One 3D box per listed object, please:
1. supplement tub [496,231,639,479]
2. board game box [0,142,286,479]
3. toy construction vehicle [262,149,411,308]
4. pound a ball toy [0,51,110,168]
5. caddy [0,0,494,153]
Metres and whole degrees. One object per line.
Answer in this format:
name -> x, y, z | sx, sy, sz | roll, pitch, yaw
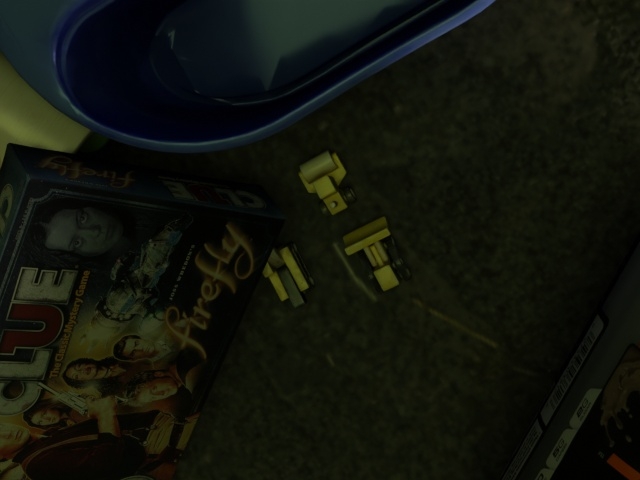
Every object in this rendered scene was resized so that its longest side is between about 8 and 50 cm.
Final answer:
supplement tub -> 0.211, 0.151, 0.694 | 0.207, 0.207, 0.338 | 27, 103, 1
board game box -> -0.140, 0.069, 0.736 | 0.165, 0.042, 0.243 | 8, 117, -35
toy construction vehicle -> 0.000, 0.000, 0.775 | 0.085, 0.035, 0.098 | -24, 98, 10
pound a ball toy -> -0.271, -0.051, 0.745 | 0.319, 0.136, 0.208 | 34, 103, -1
caddy -> -0.027, -0.197, 0.666 | 0.341, 0.179, 0.241 | -30, 97, 11
